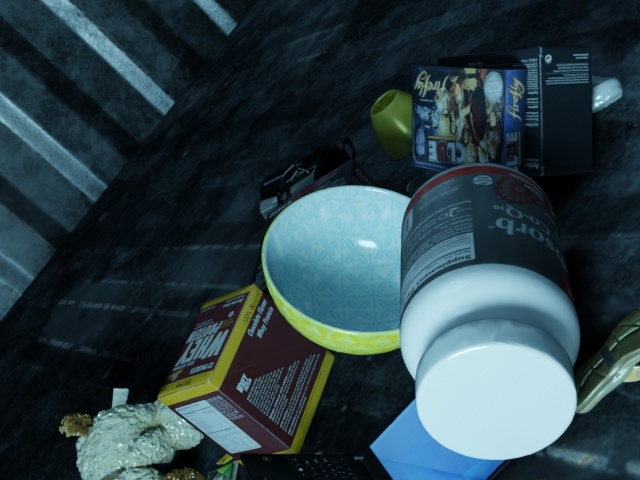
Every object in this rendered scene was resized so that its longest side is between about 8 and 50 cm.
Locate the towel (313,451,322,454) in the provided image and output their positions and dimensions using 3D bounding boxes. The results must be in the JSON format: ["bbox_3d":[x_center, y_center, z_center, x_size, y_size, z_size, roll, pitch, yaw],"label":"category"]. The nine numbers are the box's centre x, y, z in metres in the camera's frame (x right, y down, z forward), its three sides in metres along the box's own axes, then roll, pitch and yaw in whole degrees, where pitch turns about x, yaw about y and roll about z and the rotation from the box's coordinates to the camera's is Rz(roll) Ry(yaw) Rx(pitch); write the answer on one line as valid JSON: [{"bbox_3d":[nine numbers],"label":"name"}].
[{"bbox_3d":[-0.116,0.449,1.363,0.329,0.037,0.237,-32,30,31],"label":"towel"}]

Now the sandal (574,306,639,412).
[{"bbox_3d":[0.347,0.133,1.100,0.180,0.049,0.072,-52,15,24],"label":"sandal"}]

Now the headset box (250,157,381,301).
[{"bbox_3d":[0.000,0.000,1.775,0.218,0.110,0.293,-32,28,28],"label":"headset box"}]

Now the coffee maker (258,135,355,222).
[{"bbox_3d":[-0.022,-0.110,2.005,0.178,0.120,0.171,-23,9,39],"label":"coffee maker"}]

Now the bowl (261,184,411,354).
[{"bbox_3d":[0.055,0.070,1.483,0.156,0.290,0.289,96,-168,-49],"label":"bowl"}]

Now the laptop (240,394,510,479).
[{"bbox_3d":[0.060,0.271,1.227,0.234,0.265,0.136,-137,54,-66],"label":"laptop"}]

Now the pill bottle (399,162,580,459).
[{"bbox_3d":[0.201,0.077,1.200,0.210,0.210,0.363,-34,25,24],"label":"pill bottle"}]

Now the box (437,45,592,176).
[{"bbox_3d":[0.292,-0.197,1.512,0.261,0.103,0.184,14,106,62],"label":"box"}]

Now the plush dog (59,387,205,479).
[{"bbox_3d":[-0.316,0.393,1.621,0.262,0.211,0.225,-41,51,14],"label":"plush dog"}]

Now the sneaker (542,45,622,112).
[{"bbox_3d":[0.367,-0.247,1.538,0.090,0.115,0.232,-23,15,-28],"label":"sneaker"}]

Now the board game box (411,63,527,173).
[{"bbox_3d":[0.220,-0.182,1.501,0.042,0.165,0.243,-7,13,-26],"label":"board game box"}]

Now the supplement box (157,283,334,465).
[{"bbox_3d":[-0.111,0.210,1.525,0.129,0.194,0.191,-22,33,41],"label":"supplement box"}]

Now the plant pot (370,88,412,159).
[{"bbox_3d":[0.152,-0.237,1.915,0.134,0.095,0.134,-36,27,22],"label":"plant pot"}]

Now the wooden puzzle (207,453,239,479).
[{"bbox_3d":[-0.159,0.381,1.559,0.079,0.014,0.116,-37,26,20],"label":"wooden puzzle"}]
